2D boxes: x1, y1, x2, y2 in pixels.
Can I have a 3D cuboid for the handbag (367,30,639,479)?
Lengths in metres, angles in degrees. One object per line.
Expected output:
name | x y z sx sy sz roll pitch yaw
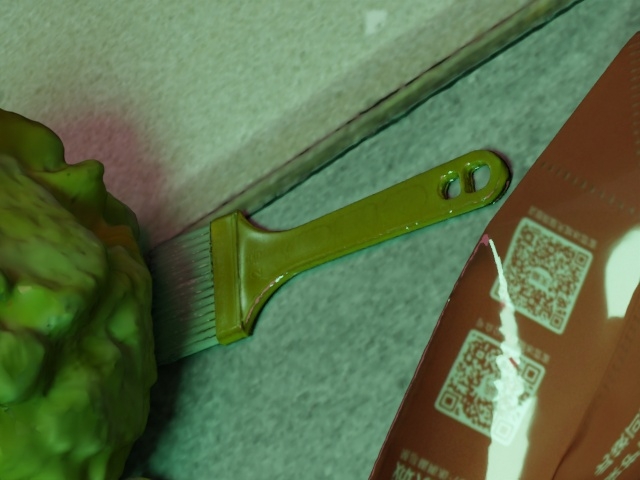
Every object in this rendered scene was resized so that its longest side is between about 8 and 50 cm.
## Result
handbag | 0.109 0.089 0.716 0.298 0.171 0.151 -50 45 -2

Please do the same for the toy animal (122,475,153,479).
toy animal | -0.080 0.165 0.888 0.083 0.070 0.159 -45 40 5

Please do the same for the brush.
brush | 0.000 0.000 0.972 0.218 0.010 0.083 -22 50 24

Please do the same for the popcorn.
popcorn | -0.196 0.051 0.959 0.212 0.259 0.259 -52 42 19
